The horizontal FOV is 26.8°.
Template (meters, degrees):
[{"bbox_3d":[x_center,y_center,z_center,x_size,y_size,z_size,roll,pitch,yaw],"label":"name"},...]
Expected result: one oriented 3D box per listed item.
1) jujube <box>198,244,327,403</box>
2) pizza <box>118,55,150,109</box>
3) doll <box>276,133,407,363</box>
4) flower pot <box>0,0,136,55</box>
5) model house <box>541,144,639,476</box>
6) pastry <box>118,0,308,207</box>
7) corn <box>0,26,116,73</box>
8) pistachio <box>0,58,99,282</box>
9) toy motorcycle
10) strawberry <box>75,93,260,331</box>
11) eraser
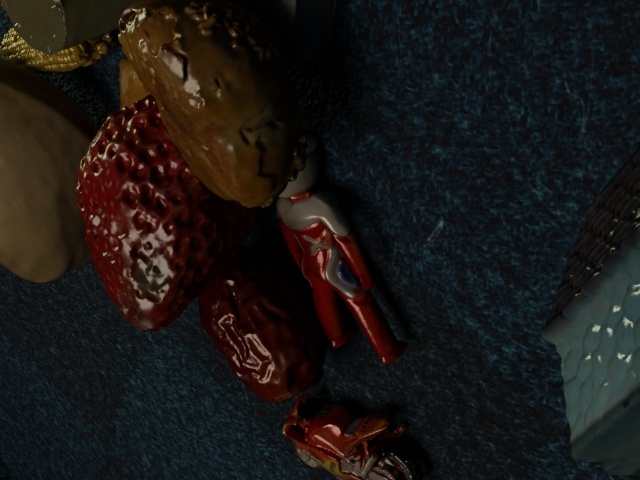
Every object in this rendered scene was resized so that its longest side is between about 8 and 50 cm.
[{"bbox_3d":[-0.091,0.126,2.047,0.250,0.174,0.174,64,149,11],"label":"jujube"},{"bbox_3d":[-0.258,-0.165,2.120,0.181,0.034,0.262,40,142,20],"label":"pizza"},{"bbox_3d":[0.000,0.000,1.903,0.188,0.099,0.384,15,136,52],"label":"doll"},{"bbox_3d":[-0.325,-0.367,1.872,0.212,0.202,0.212,28,137,30],"label":"flower pot"},{"bbox_3d":[0.385,0.015,1.304,0.360,0.297,0.339,118,148,-54],"label":"model house"},{"bbox_3d":[-0.121,-0.191,1.688,0.255,0.162,0.311,43,165,47],"label":"pastry"},{"bbox_3d":[-0.433,-0.317,2.152,0.292,0.101,0.101,7,125,53],"label":"corn"},{"bbox_3d":[-0.518,-0.114,2.260,0.365,0.281,0.445,-11,131,20],"label":"pistachio"},{"bbox_3d":[0.038,0.326,2.154,0.298,0.089,0.171,2,121,51],"label":"toy motorcycle"},{"bbox_3d":[-0.231,-0.054,1.921,0.292,0.310,0.291,25,139,24],"label":"strawberry"},{"bbox_3d":[-0.086,-0.343,1.695,0.227,0.081,0.174,35,146,24],"label":"eraser"}]
